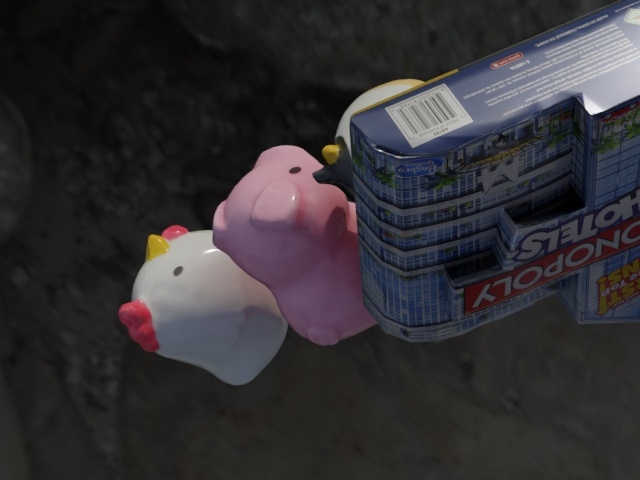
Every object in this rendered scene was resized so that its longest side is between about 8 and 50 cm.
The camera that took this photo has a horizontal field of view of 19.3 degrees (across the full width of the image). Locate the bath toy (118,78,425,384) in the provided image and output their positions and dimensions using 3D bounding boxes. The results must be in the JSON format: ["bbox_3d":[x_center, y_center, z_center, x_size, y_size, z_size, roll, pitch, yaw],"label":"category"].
[{"bbox_3d":[0.000,0.000,1.185,0.348,0.129,0.151,-22,79,41],"label":"bath toy"}]

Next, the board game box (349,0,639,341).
[{"bbox_3d":[0.116,-0.015,0.913,0.194,0.194,0.060,-24,53,-13],"label":"board game box"}]
